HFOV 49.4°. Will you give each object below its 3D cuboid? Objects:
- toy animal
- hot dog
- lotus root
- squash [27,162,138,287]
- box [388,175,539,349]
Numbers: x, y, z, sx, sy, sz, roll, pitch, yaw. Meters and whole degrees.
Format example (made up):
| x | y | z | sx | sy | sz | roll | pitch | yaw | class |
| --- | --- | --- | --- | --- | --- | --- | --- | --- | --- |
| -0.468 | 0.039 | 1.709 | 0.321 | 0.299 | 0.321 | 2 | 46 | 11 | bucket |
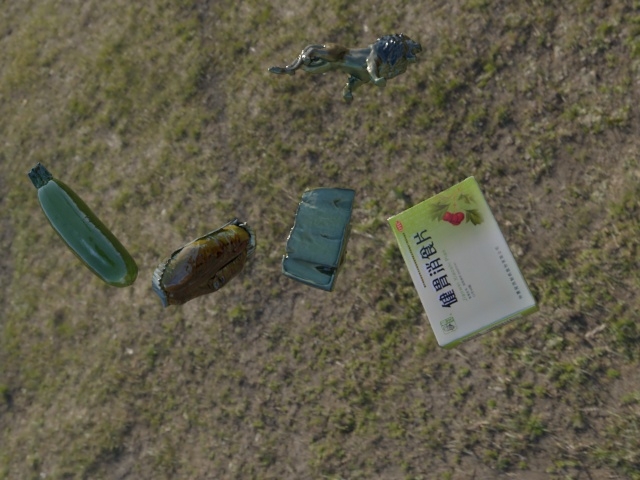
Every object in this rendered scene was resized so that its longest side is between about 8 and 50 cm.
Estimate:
| x | y | z | sx | sy | sz | roll | pitch | yaw | class |
| --- | --- | --- | --- | --- | --- | --- | --- | --- | --- |
| 0.035 | -0.230 | 0.935 | 0.069 | 0.219 | 0.086 | 135 | 123 | -63 | toy animal |
| -0.244 | 0.055 | 1.501 | 0.082 | 0.270 | 0.163 | 39 | 136 | 23 | hot dog |
| 0.000 | 0.000 | 1.481 | 0.119 | 0.138 | 0.235 | 13 | 68 | 7 | lotus root |
| -0.371 | -0.017 | 1.080 | 0.252 | 0.066 | 0.066 | 46 | 101 | 16 | squash |
| 0.248 | 0.039 | 1.226 | 0.175 | 0.062 | 0.261 | -27 | 66 | 16 | box |
